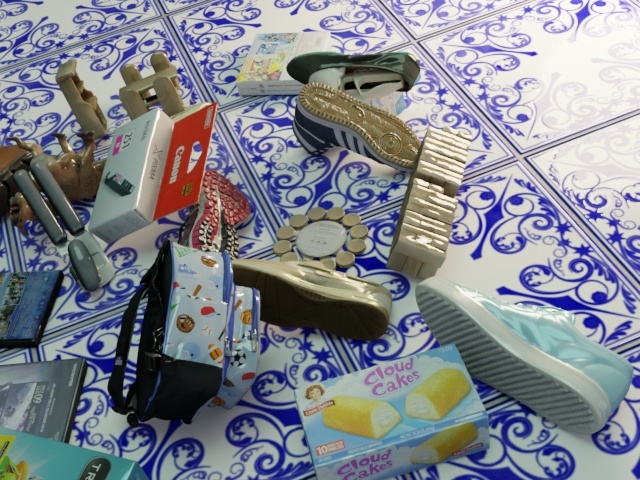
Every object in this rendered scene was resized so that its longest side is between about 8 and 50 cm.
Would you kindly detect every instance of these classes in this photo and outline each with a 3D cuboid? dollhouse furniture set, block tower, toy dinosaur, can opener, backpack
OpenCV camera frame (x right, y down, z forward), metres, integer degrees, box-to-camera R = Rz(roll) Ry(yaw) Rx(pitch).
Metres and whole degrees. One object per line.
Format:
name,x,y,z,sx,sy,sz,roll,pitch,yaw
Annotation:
dollhouse furniture set,-0.442,-0.351,2.118,0.242,0.161,0.212,-23,28,0
block tower,0.202,-0.072,1.750,0.091,0.097,0.335,19,46,0
toy dinosaur,-0.528,-0.121,1.958,0.295,0.200,0.127,-8,7,-40
can opener,-0.484,-0.029,1.804,0.074,0.093,0.280,-31,83,-24
backpack,-0.203,0.140,1.499,0.213,0.276,0.263,7,62,-24

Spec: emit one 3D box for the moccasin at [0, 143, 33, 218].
moccasin,-0.747,-0.084,1.965,0.147,0.139,0.380,13,49,26

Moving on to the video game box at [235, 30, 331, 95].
video game box,-0.083,-0.416,2.222,0.187,0.048,0.205,3,45,14

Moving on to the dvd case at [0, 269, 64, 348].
dvd case,-0.629,0.132,1.799,0.253,0.022,0.180,-3,45,10

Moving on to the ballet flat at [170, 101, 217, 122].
ballet flat,-0.323,-0.227,2.059,0.086,0.086,0.248,18,42,28

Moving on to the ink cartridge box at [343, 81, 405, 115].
ink cartridge box,0.096,-0.296,2.023,0.143,0.092,0.090,-37,49,-22

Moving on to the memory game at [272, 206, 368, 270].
memory game,0.000,0.000,1.797,0.186,0.012,0.186,-7,43,7

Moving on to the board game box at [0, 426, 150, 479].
board game box,-0.460,0.416,1.404,0.336,0.079,0.254,8,52,19

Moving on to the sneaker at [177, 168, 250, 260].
sneaker,-0.218,-0.028,1.810,0.112,0.121,0.299,-40,22,29

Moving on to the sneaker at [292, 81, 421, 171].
sneaker,0.069,-0.209,1.942,0.282,0.153,0.099,29,65,-3

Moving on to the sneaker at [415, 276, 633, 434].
sneaker,0.318,0.154,1.491,0.366,0.135,0.150,36,53,29

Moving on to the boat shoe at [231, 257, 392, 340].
boat shoe,-0.025,0.086,1.630,0.302,0.109,0.098,13,35,5

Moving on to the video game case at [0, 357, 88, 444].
video game case,-0.547,0.292,1.613,0.274,0.026,0.196,-5,44,7

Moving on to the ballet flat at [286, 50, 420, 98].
ballet flat,0.063,-0.337,1.943,0.280,0.095,0.096,-2,58,11

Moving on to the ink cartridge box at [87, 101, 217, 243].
ink cartridge box,-0.325,-0.148,1.849,0.239,0.060,0.275,-22,45,30

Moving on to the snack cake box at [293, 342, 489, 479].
snack cake box,0.106,0.269,1.436,0.264,0.089,0.152,-16,44,-4
